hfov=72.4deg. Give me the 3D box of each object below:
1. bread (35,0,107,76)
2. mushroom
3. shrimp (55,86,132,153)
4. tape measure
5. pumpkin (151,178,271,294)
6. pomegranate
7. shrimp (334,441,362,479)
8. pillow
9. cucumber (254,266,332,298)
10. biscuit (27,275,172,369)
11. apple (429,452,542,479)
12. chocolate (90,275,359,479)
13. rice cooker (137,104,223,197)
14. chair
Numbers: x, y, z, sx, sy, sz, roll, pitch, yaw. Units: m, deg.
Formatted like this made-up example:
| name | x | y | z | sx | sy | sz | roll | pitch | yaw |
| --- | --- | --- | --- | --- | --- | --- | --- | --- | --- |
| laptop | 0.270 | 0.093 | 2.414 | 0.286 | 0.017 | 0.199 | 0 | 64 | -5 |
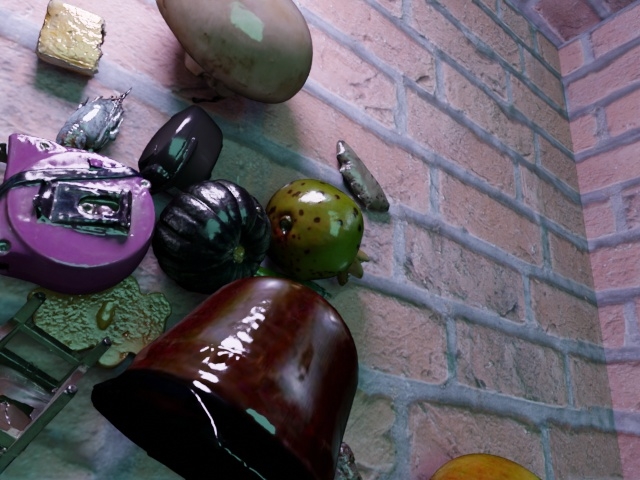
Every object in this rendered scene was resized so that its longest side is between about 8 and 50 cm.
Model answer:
| name | x | y | z | sx | sy | sz | roll | pitch | yaw |
| --- | --- | --- | --- | --- | --- | --- | --- | --- | --- |
| bread | -0.461 | -0.372 | 0.816 | 0.106 | 0.082 | 0.125 | 10 | 79 | -24 |
| mushroom | -0.194 | -0.434 | 0.945 | 0.362 | 0.294 | 0.362 | 36 | 27 | -21 |
| shrimp | -0.407 | -0.221 | 0.810 | 0.090 | 0.079 | 0.233 | 14 | 54 | 9 |
| tape measure | -0.394 | -0.037 | 0.694 | 0.245 | 0.149 | 0.232 | 6 | 59 | -32 |
| pumpkin | -0.196 | -0.006 | 0.814 | 0.220 | 0.161 | 0.221 | -36 | 141 | -36 |
| pomegranate | -0.015 | -0.008 | 0.977 | 0.286 | 0.230 | 0.231 | 67 | 27 | -65 |
| shrimp | 0.046 | 0.523 | 0.908 | 0.073 | 0.074 | 0.190 | 32 | 63 | -63 |
| pillow | 0.107 | -0.162 | 1.194 | 0.241 | 0.051 | 0.093 | 52 | 52 | -15 |
| cucumber | -0.072 | 0.102 | 0.966 | 0.250 | 0.056 | 0.056 | 20 | 64 | -28 |
| biscuit | -0.370 | 0.132 | 0.741 | 0.225 | 0.036 | 0.166 | 14 | 63 | -31 |
| apple | 0.394 | 0.662 | 0.974 | 0.339 | 0.339 | 0.340 | 13 | 67 | -34 |
| chocolate | -0.098 | 0.224 | 0.712 | 0.384 | 0.383 | 0.331 | 46 | 52 | -16 |
| rice cooker | -0.270 | -0.168 | 0.853 | 0.118 | 0.142 | 0.203 | 39 | 58 | -35 |
| chair | -0.448 | 0.225 | 0.607 | 0.136 | 0.147 | 0.270 | 42 | 98 | -16 |
